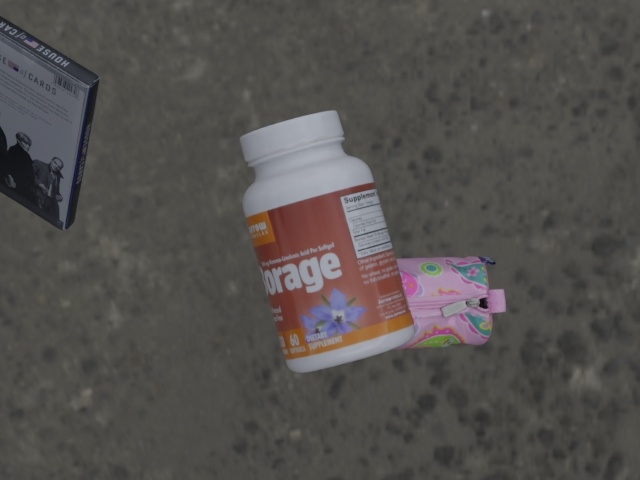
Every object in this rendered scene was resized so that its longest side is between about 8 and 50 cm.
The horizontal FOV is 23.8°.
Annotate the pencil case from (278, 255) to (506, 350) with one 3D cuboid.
[{"bbox_3d":[0.082,0.080,1.911,0.284,0.124,0.124,-1,51,-13],"label":"pencil case"}]

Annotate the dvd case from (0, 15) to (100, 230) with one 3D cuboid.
[{"bbox_3d":[-0.339,-0.137,1.705,0.179,0.239,0.029,31,47,10],"label":"dvd case"}]

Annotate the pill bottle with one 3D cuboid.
[{"bbox_3d":[0.000,0.000,1.352,0.121,0.121,0.216,-16,90,-6],"label":"pill bottle"}]
